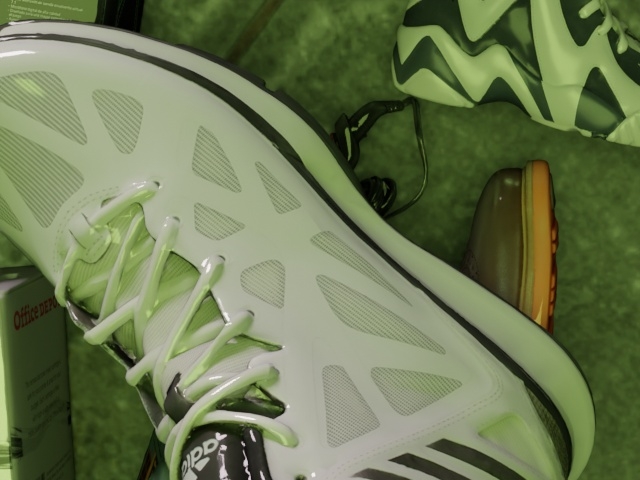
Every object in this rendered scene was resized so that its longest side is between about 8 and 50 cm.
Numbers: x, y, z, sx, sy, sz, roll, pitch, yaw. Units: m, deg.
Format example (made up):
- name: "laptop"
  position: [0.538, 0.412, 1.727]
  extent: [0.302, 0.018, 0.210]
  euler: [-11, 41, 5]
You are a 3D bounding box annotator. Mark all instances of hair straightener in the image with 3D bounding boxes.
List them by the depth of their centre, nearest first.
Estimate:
- name: "hair straightener"
  position: [0.000, 0.000, 1.090]
  extent: [0.089, 0.047, 0.230]
  euler: [39, 93, -2]

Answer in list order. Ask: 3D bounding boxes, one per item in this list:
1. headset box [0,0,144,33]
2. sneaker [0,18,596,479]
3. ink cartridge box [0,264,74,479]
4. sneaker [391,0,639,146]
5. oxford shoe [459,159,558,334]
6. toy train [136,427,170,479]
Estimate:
- name: "headset box"
  position: [-0.230, -0.248, 1.026]
  extent: [0.246, 0.131, 0.283]
  euler: [9, 97, 3]
- name: "sneaker"
  position: [-0.057, 0.046, 0.863]
  extent: [0.447, 0.257, 0.169]
  euler: [34, 116, 3]
- name: "ink cartridge box"
  position: [-0.222, 0.125, 1.060]
  extent: [0.085, 0.148, 0.203]
  euler: [-3, 96, 6]
- name: "sneaker"
  position: [0.172, -0.151, 1.030]
  extent: [0.234, 0.094, 0.153]
  euler: [14, 106, 12]
- name: "oxford shoe"
  position: [0.072, 0.116, 1.055]
  extent: [0.132, 0.130, 0.364]
  euler: [14, 97, 8]
- name: "toy train"
  position: [-0.089, 0.252, 1.047]
  extent: [0.142, 0.190, 0.334]
  euler: [16, 99, -11]
